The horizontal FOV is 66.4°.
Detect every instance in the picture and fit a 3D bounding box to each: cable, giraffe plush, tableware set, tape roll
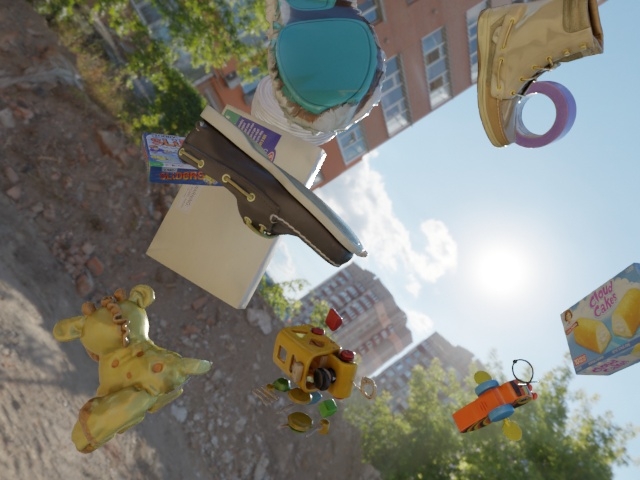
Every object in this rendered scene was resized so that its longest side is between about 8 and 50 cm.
[{"bbox_3d":[-0.064,-0.368,1.372,0.257,0.257,0.089,23,-42,-2],"label":"cable"},{"bbox_3d":[-0.279,0.165,0.688,0.170,0.210,0.181,55,28,9],"label":"giraffe plush"},{"bbox_3d":[-0.049,0.315,0.920,0.154,0.104,0.024,27,-69,31],"label":"tableware set"},{"bbox_3d":[0.637,-0.368,1.431,0.189,0.080,0.189,18,-63,39],"label":"tape roll"}]

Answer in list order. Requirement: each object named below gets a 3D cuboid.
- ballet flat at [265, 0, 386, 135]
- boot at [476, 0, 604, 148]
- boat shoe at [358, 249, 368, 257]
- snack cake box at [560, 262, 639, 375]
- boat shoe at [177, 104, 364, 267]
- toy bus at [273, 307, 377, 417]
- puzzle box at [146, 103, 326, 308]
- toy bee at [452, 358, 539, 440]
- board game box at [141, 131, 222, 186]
[{"bbox_3d":[0.000,-0.258,0.664,0.147,0.147,0.409,70,10,-53],"label":"ballet flat"},{"bbox_3d":[0.397,-0.307,0.887,0.203,0.095,0.262,2,-80,40],"label":"boot"},{"bbox_3d":[0.092,0.014,1.326,0.100,0.035,0.035,23,-30,35],"label":"boat shoe"},{"bbox_3d":[0.636,0.175,1.036,0.264,0.089,0.152,107,-15,-57],"label":"snack cake box"},{"bbox_3d":[-0.055,-0.044,0.490,0.228,0.069,0.081,43,6,21],"label":"boat shoe"},{"bbox_3d":[-0.012,0.249,0.970,0.202,0.104,0.191,-41,-121,45],"label":"toy bus"},{"bbox_3d":[-0.195,-0.083,1.135,0.272,0.409,0.052,29,-1,16],"label":"puzzle box"},{"bbox_3d":[0.514,0.444,1.339,0.298,0.162,0.195,-34,-127,48],"label":"toy bee"},{"bbox_3d":[-0.229,-0.152,0.933,0.136,0.201,0.035,57,-42,46],"label":"board game box"}]
